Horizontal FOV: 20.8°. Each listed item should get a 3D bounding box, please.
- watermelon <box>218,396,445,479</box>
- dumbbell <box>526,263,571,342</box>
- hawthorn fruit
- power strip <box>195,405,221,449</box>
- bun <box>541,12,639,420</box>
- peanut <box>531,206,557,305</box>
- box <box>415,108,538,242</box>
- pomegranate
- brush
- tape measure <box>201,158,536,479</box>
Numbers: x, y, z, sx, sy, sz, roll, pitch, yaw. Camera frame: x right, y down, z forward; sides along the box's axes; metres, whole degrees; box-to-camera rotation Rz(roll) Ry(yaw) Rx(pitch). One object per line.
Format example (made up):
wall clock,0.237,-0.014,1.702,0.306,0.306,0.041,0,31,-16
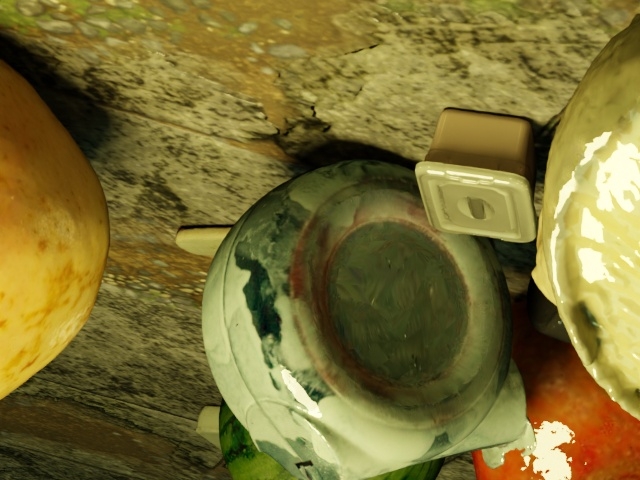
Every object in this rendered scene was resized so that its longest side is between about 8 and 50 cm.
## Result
watermelon,0.013,0.196,1.832,0.242,0.242,0.242,12,160,4
dumbbell,0.280,0.061,1.503,0.191,0.100,0.100,21,158,-18
hawthorn fruit,0.234,0.188,1.628,0.224,0.261,0.224,14,173,2
power strip,-0.039,0.262,2.315,0.270,0.046,0.118,2,157,31
bun,0.318,-0.029,1.052,0.364,0.202,0.364,9,130,11
peanut,0.301,-0.011,1.260,0.313,0.149,0.149,-1,155,29
box,0.127,-0.051,1.358,0.089,0.062,0.122,8,160,14
pomegranate,-0.331,-0.018,1.428,0.342,0.342,0.342,12,160,4
brush,0.000,0.000,1.630,0.336,0.020,0.085,-2,155,35
tape measure,0.031,0.075,1.440,0.256,0.275,0.147,-9,169,-35
